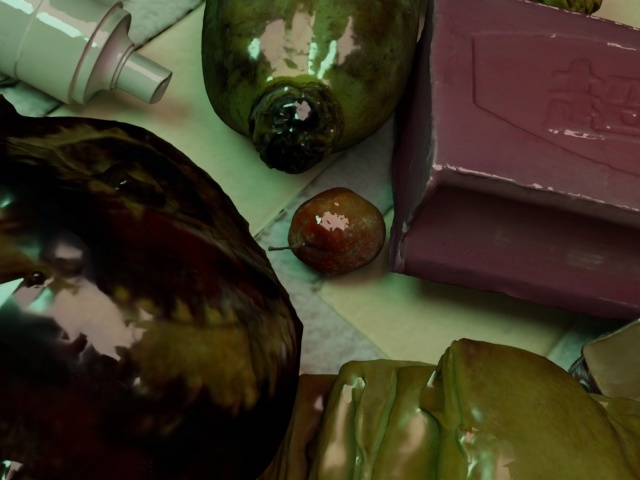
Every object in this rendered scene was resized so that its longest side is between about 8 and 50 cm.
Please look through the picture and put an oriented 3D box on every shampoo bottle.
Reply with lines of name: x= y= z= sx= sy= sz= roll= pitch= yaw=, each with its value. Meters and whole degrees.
shampoo bottle: x=-0.249 y=-0.181 z=0.803 sx=0.303 sy=0.092 sz=0.092 roll=27 pitch=58 yaw=-3

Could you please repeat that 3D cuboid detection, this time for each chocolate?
chocolate: x=0.239 y=0.075 z=0.790 sx=0.064 sy=0.101 sz=0.031 roll=52 pitch=19 yaw=-15

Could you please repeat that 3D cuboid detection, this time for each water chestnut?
water chestnut: x=-0.155 y=0.073 z=0.632 sx=0.300 sy=0.300 sz=0.300 roll=8 pitch=61 yaw=-15

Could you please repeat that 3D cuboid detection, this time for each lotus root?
lotus root: x=-0.011 y=-0.172 z=0.849 sx=0.173 sy=0.173 sz=0.309 roll=16 pitch=57 yaw=-11

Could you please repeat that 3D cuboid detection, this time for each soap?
soap: x=0.239 y=-0.050 z=0.852 sx=0.359 sy=0.128 sz=0.233 roll=12 pitch=47 yaw=-7

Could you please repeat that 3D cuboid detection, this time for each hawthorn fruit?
hawthorn fruit: x=0.000 y=0.000 z=0.806 sx=0.103 sy=0.067 sz=0.067 roll=-29 pitch=75 yaw=-43

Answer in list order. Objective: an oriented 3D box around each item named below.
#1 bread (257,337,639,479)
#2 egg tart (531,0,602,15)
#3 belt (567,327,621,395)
bread: x=0.142 y=0.221 z=0.672 sx=0.370 sy=0.191 sz=0.314 roll=15 pitch=59 yaw=-13
egg tart: x=0.135 y=-0.296 z=0.960 sx=0.297 sy=0.132 sz=0.297 roll=44 pitch=32 yaw=-37
belt: x=0.299 y=0.086 z=0.879 sx=0.232 sy=0.053 sz=0.071 roll=-10 pitch=65 yaw=-24
